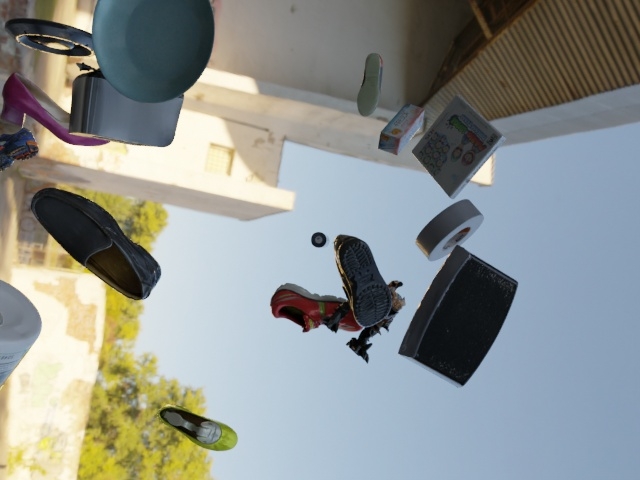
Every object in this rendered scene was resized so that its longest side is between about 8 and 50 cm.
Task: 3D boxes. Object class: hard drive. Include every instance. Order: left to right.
[{"bbox_3d":[0.285,0.156,1.107,0.255,0.171,0.054,-60,-170,-4],"label":"hard drive"}]

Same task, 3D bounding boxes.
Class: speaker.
[{"bbox_3d":[0.000,0.000,1.903,0.136,0.055,0.055,21,80,-84],"label":"speaker"}]

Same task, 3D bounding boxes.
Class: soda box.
[{"bbox_3d":[0.228,-0.313,1.539,0.183,0.062,0.058,-50,155,-40],"label":"soda box"}]

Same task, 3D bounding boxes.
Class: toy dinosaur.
[{"bbox_3d":[0.135,0.194,1.479,0.218,0.164,0.322,-48,166,-9],"label":"toy dinosaur"}]

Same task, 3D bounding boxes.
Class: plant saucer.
[{"bbox_3d":[-0.232,-0.292,0.783,0.037,0.194,0.195,-24,131,-73],"label":"plant saucer"}]

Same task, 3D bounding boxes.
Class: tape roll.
[{"bbox_3d":[0.407,-0.030,1.733,0.072,0.219,0.219,54,-45,22],"label":"tape roll"}]

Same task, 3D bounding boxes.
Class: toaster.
[{"bbox_3d":[-0.353,-0.229,0.967,0.168,0.185,0.110,15,-83,55],"label":"toaster"}]

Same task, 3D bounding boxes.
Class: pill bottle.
[{"bbox_3d":[-0.729,0.257,1.070,0.361,0.204,0.204,-50,-149,12],"label":"pill bottle"}]

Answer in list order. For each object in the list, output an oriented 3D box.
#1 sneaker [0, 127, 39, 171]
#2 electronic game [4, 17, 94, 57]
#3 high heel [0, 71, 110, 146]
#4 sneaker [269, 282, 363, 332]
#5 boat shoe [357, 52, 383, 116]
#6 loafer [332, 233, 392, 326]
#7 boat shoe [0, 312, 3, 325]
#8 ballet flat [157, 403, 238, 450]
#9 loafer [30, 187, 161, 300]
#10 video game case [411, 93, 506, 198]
[{"bbox_3d":[-0.972,-0.277,1.688,0.083,0.221,0.087,72,0,-67],"label":"sneaker"},{"bbox_3d":[-0.670,-0.514,1.393,0.229,0.229,0.048,-169,-97,-66],"label":"electronic game"},{"bbox_3d":[-0.592,-0.296,1.259,0.117,0.243,0.082,-54,-145,31],"label":"high heel"},{"bbox_3d":[-0.011,0.219,1.550,0.118,0.278,0.107,-73,178,-53],"label":"sneaker"},{"bbox_3d":[0.112,-0.344,1.217,0.043,0.049,0.137,-52,149,-73],"label":"boat shoe"},{"bbox_3d":[0.077,0.071,1.038,0.078,0.080,0.220,-123,-166,-53],"label":"loafer"},{"bbox_3d":[-0.460,0.088,0.678,0.038,0.125,0.046,-46,-131,8],"label":"boat shoe"},{"bbox_3d":[-0.332,0.498,1.460,0.077,0.230,0.077,83,29,-68],"label":"ballet flat"},{"bbox_3d":[-0.256,0.005,0.629,0.062,0.170,0.061,-47,-160,9],"label":"loafer"},{"bbox_3d":[0.254,-0.179,1.035,0.143,0.019,0.157,-52,-137,24],"label":"video game case"}]
